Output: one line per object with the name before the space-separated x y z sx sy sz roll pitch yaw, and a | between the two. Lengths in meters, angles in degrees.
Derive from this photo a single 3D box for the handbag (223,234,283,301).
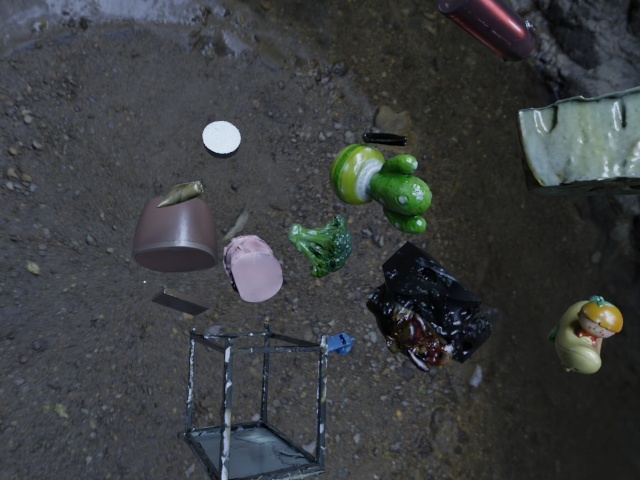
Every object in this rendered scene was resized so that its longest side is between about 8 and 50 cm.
handbag | -0.225 0.093 1.423 0.179 0.116 0.205 -16 122 -8

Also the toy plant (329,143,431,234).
toy plant | 0.184 -0.158 1.221 0.184 0.316 0.224 -26 131 -32

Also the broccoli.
broccoli | 0.000 0.000 1.720 0.269 0.269 0.254 17 112 -20

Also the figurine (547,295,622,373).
figurine | 0.775 0.265 1.242 0.124 0.222 0.324 34 26 19

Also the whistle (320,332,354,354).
whistle | 0.064 0.396 1.627 0.158 0.090 0.090 -10 89 -32

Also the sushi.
sushi | 0.231 0.173 0.983 0.212 0.215 0.227 -42 143 -2

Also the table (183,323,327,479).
table | -0.157 0.336 0.959 0.222 0.335 0.272 5 82 -29

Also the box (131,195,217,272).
box | -0.521 -0.023 1.574 0.301 0.301 0.216 7 67 -22

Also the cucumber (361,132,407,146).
cucumber | 0.178 -0.286 1.205 0.135 0.033 0.034 8 48 17

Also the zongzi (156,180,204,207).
zongzi | -0.294 -0.094 0.900 0.083 0.076 0.040 -51 130 -46

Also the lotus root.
lotus root | 0.372 -0.119 0.531 0.138 0.235 0.119 7 83 -48

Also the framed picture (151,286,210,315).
framed picture | -0.488 0.217 1.502 0.168 0.128 0.023 27 55 -29

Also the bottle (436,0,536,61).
bottle | 0.227 -0.290 0.568 0.164 0.060 0.060 12 80 -37

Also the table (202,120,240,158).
table | -0.360 -0.366 1.564 0.133 0.043 0.133 4 70 -12
